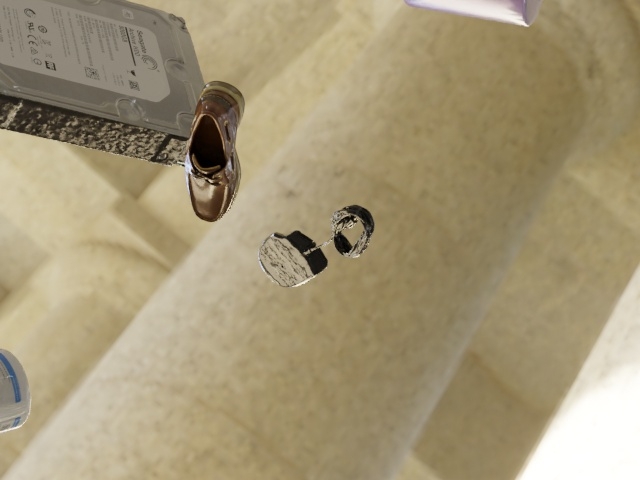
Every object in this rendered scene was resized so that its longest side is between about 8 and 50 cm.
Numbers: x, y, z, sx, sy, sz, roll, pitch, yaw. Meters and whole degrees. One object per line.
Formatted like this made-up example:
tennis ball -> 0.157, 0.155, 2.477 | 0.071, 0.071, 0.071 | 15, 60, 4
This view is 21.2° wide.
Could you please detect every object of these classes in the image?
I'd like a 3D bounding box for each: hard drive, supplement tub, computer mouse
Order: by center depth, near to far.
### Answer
supplement tub -> -0.298, 0.132, 1.397 | 0.071, 0.107, 0.071 | 16, -69, 47
computer mouse -> 0.000, 0.000, 1.939 | 0.071, 0.041, 0.242 | 53, -32, -7
hard drive -> -0.298, -0.217, 2.098 | 0.339, 0.237, 0.064 | 13, -46, -34

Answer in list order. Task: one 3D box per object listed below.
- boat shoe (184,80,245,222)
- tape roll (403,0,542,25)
boat shoe -> -0.124, -0.089, 1.893 | 0.064, 0.060, 0.178 | 15, -51, 9
tape roll -> 0.108, -0.232, 1.058 | 0.080, 0.189, 0.189 | 10, -41, 11
